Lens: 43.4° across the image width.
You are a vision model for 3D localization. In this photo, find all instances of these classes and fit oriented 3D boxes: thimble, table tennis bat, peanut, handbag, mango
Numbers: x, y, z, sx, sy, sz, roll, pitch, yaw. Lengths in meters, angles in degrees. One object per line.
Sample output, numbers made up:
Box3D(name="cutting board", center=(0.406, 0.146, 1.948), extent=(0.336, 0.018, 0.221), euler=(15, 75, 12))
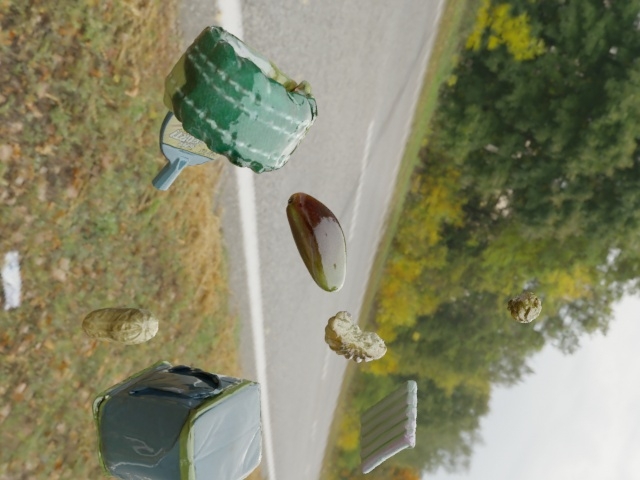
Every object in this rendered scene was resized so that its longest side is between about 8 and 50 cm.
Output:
Box3D(name="thimble", center=(-0.133, -0.247, 1.433), extent=(0.167, 0.254, 0.288), euler=(-51, 155, 15))
Box3D(name="table tennis bat", center=(-0.311, -0.249, 1.985), extent=(0.215, 0.044, 0.329), euler=(14, 126, -47))
Box3D(name="peanut", center=(-0.478, 0.205, 1.914), extent=(0.093, 0.194, 0.083), euler=(-77, 160, -49))
Box3D(name="handbag", center=(-0.266, 0.365, 1.547), extent=(0.263, 0.241, 0.222), euler=(-25, 116, -56))
Box3D(name="mango", center=(0.000, 0.000, 2.003), extent=(0.111, 0.267, 0.133), euler=(-24, 176, 34))

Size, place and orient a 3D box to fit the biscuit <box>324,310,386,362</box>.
Box3D(name="biscuit", center=(0.080, 0.265, 2.069), extent=(0.118, 0.183, 0.061), euler=(-40, -151, 30))

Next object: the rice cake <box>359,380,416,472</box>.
Box3D(name="rice cake", center=(0.170, 0.471, 2.031), extent=(0.198, 0.037, 0.189), euler=(-39, -147, 40))

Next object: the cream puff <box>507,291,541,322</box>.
Box3D(name="cream puff", center=(0.453, 0.151, 1.781), extent=(0.083, 0.058, 0.083), euler=(-26, -170, -33))
